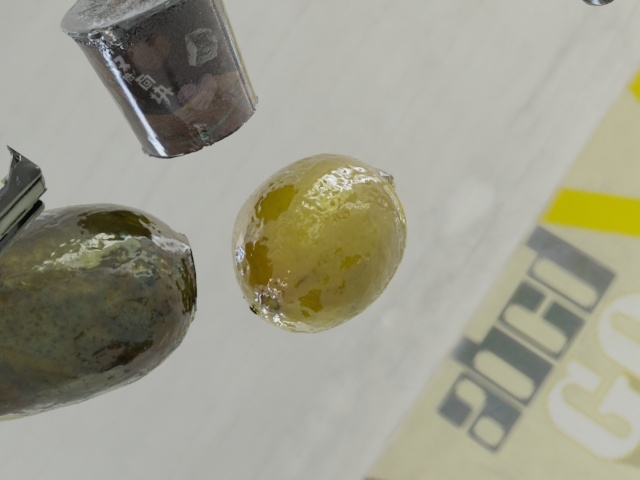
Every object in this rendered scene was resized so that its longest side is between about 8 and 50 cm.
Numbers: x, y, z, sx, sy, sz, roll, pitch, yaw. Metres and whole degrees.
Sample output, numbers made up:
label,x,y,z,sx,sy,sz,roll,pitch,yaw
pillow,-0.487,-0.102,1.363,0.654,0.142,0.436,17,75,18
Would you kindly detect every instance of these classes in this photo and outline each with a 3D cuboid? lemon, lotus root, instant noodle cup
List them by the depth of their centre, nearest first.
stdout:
label,x,y,z,sx,sy,sz,roll,pitch,yaw
lotus root,-0.323,0.083,1.538,0.346,0.250,0.250,-14,-45,-12
instant noodle cup,-0.197,-0.236,1.591,0.217,0.217,0.207,-40,-56,-25
lemon,-0.003,0.003,1.685,0.263,0.236,0.236,-18,-48,-46

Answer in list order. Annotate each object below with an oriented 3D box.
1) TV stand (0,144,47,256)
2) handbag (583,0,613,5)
label,x,y,z,sx,sy,sz,roll,pitch,yaw
TV stand,-0.268,0.044,0.785,0.249,0.036,0.042,-51,-19,-19
handbag,0.295,-0.306,1.325,0.047,0.072,0.111,-44,-62,-25
